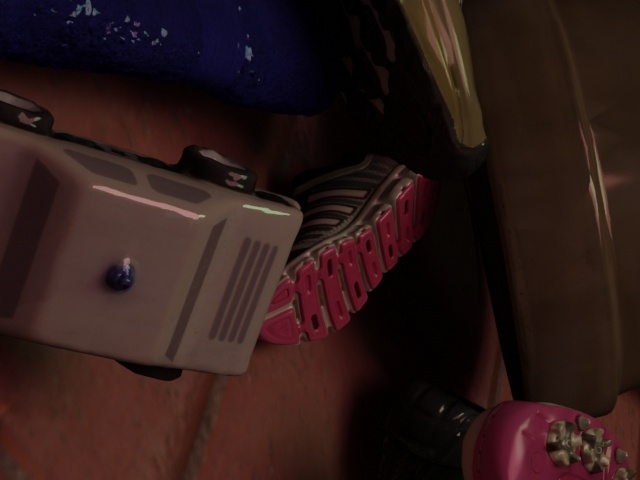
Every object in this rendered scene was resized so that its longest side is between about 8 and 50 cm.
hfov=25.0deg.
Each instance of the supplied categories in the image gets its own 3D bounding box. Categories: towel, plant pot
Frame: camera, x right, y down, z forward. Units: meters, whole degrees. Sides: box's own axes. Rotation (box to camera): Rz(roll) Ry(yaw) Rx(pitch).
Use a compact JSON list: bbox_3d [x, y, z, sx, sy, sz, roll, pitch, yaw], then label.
[{"bbox_3d":[-0.109,-0.179,0.729,0.308,0.076,0.227,2,71,-61],"label":"towel"},{"bbox_3d":[0.248,-0.046,1.004,0.323,0.280,0.323,-9,90,-87],"label":"plant pot"}]

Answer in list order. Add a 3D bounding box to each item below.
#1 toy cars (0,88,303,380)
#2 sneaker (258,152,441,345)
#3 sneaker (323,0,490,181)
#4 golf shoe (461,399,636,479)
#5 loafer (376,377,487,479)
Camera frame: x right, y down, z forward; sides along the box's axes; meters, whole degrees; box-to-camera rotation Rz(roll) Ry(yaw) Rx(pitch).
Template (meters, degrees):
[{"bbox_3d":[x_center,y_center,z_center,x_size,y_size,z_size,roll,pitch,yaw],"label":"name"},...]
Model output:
[{"bbox_3d":[-0.130,-0.074,0.531,0.393,0.176,0.087,62,-12,-28],"label":"toy cars"},{"bbox_3d":[0.000,0.000,0.875,0.170,0.075,0.063,-43,139,-33],"label":"sneaker"},{"bbox_3d":[0.078,-0.233,0.872,0.158,0.182,0.410,101,-19,-67],"label":"sneaker"},{"bbox_3d":[0.137,0.190,0.893,0.306,0.140,0.115,50,52,-44],"label":"golf shoe"},{"bbox_3d":[0.093,0.149,0.988,0.078,0.076,0.223,-60,153,0],"label":"loafer"}]
